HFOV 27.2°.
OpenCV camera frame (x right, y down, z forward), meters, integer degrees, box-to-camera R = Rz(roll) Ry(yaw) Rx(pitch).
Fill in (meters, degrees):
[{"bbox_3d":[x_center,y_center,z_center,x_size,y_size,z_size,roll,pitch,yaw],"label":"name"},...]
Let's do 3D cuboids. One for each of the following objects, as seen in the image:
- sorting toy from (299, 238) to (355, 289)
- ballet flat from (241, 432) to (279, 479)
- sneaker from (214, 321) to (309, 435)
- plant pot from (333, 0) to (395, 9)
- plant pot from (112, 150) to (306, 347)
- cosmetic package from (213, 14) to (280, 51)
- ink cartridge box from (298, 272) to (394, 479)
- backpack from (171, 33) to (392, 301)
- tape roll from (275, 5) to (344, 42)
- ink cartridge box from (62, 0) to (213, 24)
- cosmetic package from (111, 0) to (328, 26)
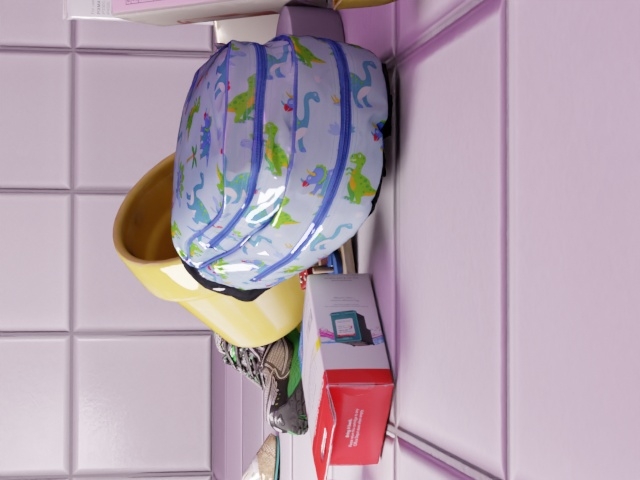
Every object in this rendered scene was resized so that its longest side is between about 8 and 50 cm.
[{"bbox_3d":[0.000,0.000,1.706,0.132,0.046,0.275,142,122,-73],"label":"sorting toy"},{"bbox_3d":[-0.109,0.448,2.364,0.073,0.067,0.206,177,94,-82],"label":"ballet flat"},{"bbox_3d":[-0.084,0.180,1.985,0.343,0.146,0.134,-111,23,-64],"label":"sneaker"},{"bbox_3d":[0.059,-0.274,1.308,0.081,0.083,0.082,166,104,-81],"label":"plant pot"},{"bbox_3d":[-0.128,0.017,1.891,0.239,0.254,0.254,56,-165,-38],"label":"plant pot"},{"bbox_3d":[-0.117,-0.352,2.129,0.160,0.113,0.310,-100,3,-53],"label":"cosmetic package"},{"bbox_3d":[0.028,0.161,1.503,0.231,0.078,0.134,-100,14,-49],"label":"ink cartridge box"},{"bbox_3d":[-0.051,-0.098,1.509,0.355,0.273,0.290,-8,69,54],"label":"backpack"},{"bbox_3d":[-0.019,-0.212,1.822,0.219,0.072,0.219,180,90,-80],"label":"tape roll"},{"bbox_3d":[-0.272,-0.498,2.413,0.279,0.384,0.160,-112,24,-66],"label":"ink cartridge box"},{"bbox_3d":[-0.144,-0.395,1.882,0.129,0.296,0.153,0,-89,-59],"label":"cosmetic package"}]
